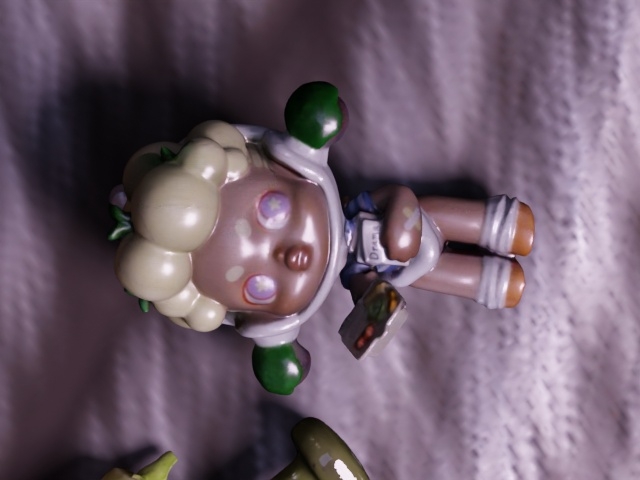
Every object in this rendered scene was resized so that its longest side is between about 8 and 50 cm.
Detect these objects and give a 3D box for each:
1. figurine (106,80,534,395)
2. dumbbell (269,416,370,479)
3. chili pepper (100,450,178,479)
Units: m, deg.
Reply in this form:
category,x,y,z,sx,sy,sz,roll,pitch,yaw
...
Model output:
category,x,y,z,sx,sy,sz,roll,pitch,yaw
figurine,0.000,0.000,0.766,0.197,0.093,0.147,7,105,-3
dumbbell,-0.032,0.135,0.793,0.118,0.046,0.052,-38,110,-3
chili pepper,-0.162,0.153,0.798,0.208,0.043,0.049,-17,107,0
